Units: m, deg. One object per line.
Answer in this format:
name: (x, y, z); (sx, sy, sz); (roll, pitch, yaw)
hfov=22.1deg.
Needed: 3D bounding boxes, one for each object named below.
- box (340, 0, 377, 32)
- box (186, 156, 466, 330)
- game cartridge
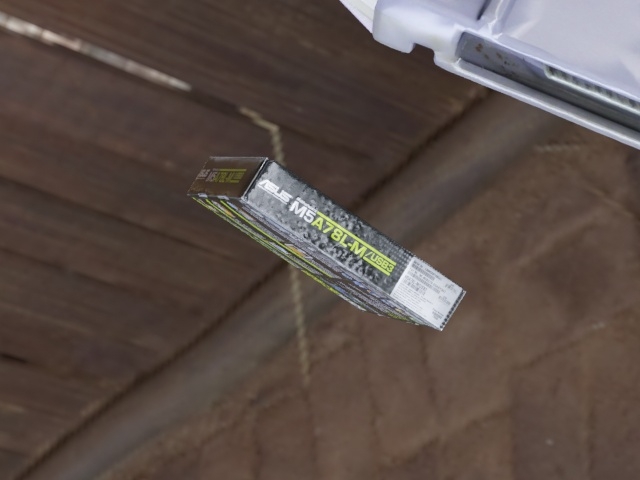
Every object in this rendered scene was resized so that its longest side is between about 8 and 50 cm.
box: (-0.033, -0.321, 1.449); (0.063, 0.324, 0.067); (-34, 27, 29)
box: (0.000, 0.000, 1.295); (0.045, 0.191, 0.184); (-58, 15, -5)
game cartridge: (0.234, -0.137, 0.938); (0.068, 0.355, 0.230); (100, -165, -57)
